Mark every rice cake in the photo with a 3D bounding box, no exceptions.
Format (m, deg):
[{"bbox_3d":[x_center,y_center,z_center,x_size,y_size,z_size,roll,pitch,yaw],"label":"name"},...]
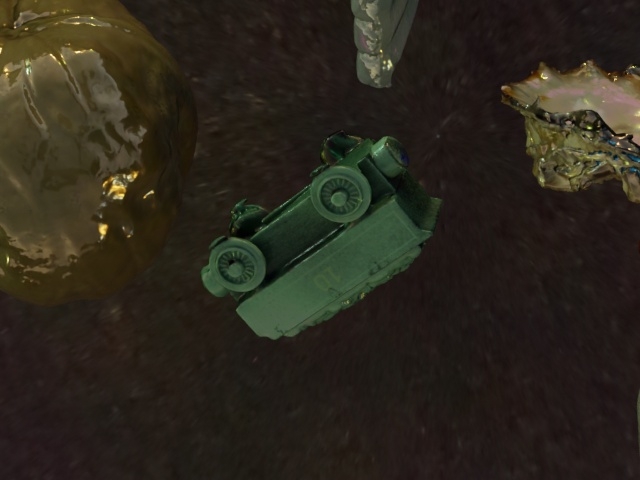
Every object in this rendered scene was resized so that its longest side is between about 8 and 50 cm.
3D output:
[{"bbox_3d":[0.068,-0.250,1.300,0.043,0.237,0.127,4,134,11],"label":"rice cake"}]

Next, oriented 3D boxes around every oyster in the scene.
[{"bbox_3d":[0.257,-0.088,1.152,0.198,0.259,0.092,-7,111,-21],"label":"oyster"}]

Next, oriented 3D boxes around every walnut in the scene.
[{"bbox_3d":[-0.250,-0.093,1.343,0.253,0.277,0.282,-32,53,-27],"label":"walnut"}]

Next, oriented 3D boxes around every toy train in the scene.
[{"bbox_3d":[0.000,0.000,0.956,0.172,0.070,0.099,-35,105,26],"label":"toy train"}]

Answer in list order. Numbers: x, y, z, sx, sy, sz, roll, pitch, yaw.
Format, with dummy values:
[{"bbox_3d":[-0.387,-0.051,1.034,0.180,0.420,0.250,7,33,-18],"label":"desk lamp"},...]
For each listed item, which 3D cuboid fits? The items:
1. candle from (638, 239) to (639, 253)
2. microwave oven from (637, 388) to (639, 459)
[{"bbox_3d":[0.404,0.009,1.299,0.059,0.301,0.084,-27,97,-29],"label":"candle"},{"bbox_3d":[0.320,0.151,0.634,0.374,0.432,0.236,7,124,5],"label":"microwave oven"}]
